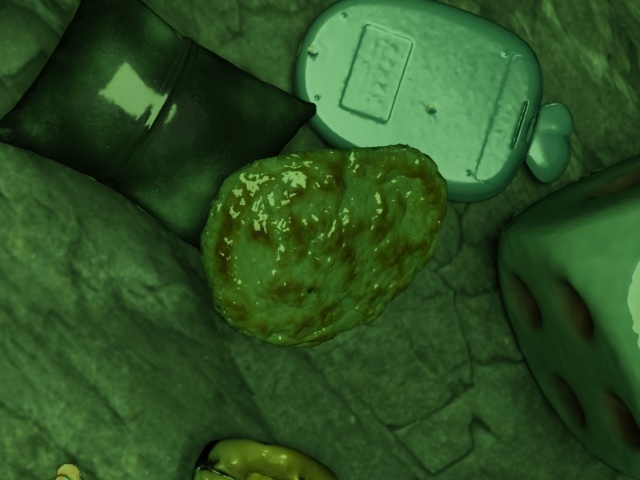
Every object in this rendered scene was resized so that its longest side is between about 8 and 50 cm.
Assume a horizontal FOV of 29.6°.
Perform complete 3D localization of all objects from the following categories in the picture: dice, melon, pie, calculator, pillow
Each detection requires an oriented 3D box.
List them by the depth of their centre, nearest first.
[{"bbox_3d":[-0.146,-0.111,1.112,0.250,0.106,0.186,30,89,-18],"label":"pillow"},{"bbox_3d":[0.000,0.000,1.138,0.248,0.090,0.201,-6,116,-29],"label":"pie"},{"bbox_3d":[0.345,0.056,1.151,0.264,0.268,0.262,-26,96,-13],"label":"dice"},{"bbox_3d":[-0.061,0.257,1.158,0.160,0.079,0.128,22,103,-14],"label":"melon"},{"bbox_3d":[0.120,-0.140,1.210,0.302,0.042,0.188,17,85,-10],"label":"calculator"}]

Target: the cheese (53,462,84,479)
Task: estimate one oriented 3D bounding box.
[{"bbox_3d":[-0.271,0.249,1.131,0.111,0.017,0.047,-30,100,-12],"label":"cheese"}]
